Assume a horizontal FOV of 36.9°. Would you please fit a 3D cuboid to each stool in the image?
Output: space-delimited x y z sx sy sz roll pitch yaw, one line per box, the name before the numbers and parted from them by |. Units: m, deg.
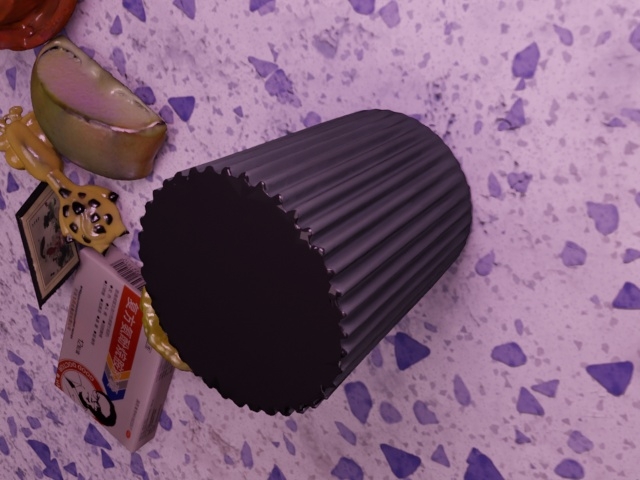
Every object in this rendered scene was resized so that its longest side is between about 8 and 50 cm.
stool | 0.000 0.000 1.152 0.297 0.330 0.297 18 122 31

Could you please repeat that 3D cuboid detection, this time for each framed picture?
framed picture | -0.483 -0.005 1.699 0.195 0.010 0.199 -37 65 43

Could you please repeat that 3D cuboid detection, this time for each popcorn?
popcorn | -0.181 0.111 1.476 0.197 0.155 0.198 3 99 21

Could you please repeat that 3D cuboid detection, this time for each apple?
apple | -0.367 -0.177 1.500 0.265 0.120 0.193 41 142 18

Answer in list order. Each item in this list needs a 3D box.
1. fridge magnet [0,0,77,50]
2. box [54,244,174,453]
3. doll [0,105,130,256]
fridge magnet | -0.498 -0.461 1.429 0.363 0.155 0.364 16 120 30
box | -0.359 0.193 1.709 0.214 0.069 0.353 36 131 19
doll | -0.435 -0.099 1.599 0.291 0.117 0.086 48 175 3
